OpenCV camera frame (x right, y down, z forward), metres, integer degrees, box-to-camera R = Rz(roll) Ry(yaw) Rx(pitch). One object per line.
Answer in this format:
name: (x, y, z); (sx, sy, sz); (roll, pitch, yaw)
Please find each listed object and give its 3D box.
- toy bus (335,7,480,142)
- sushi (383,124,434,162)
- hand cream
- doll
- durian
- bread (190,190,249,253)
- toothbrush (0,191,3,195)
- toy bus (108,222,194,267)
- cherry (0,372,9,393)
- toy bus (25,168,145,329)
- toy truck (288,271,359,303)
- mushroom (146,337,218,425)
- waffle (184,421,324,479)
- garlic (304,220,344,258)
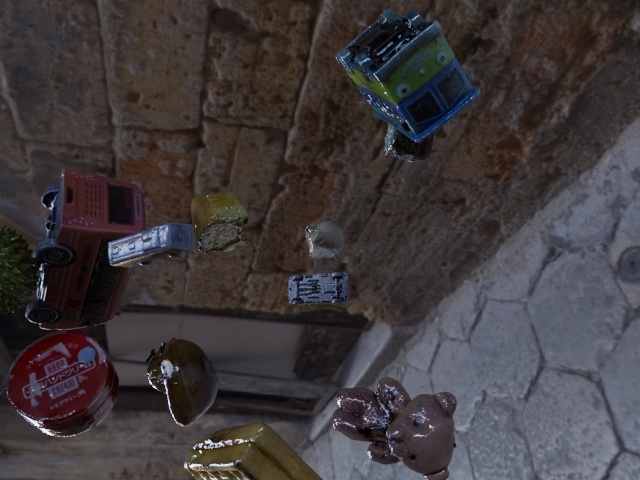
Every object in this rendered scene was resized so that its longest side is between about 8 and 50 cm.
toy bus: (0.159, -0.335, 1.023); (0.152, 0.190, 0.312); (-38, 26, 7)
sushi: (0.253, -0.335, 1.448); (0.136, 0.126, 0.225); (-132, 49, -86)
hand cream: (-0.608, 0.343, 1.232); (0.149, 0.230, 0.230); (104, 167, -55)
doll: (0.146, 0.413, 1.142); (0.156, 0.303, 0.202); (13, -98, -60)
durian: (-0.717, 0.068, 1.120); (0.237, 0.176, 0.200); (139, 131, -63)
bread: (-0.251, -0.023, 1.322); (0.169, 0.140, 0.160); (-131, 35, -55)
toothbrush: (-0.776, -0.092, 1.177); (0.097, 0.008, 0.006); (-34, -29, -45)
toy bus: (-0.350, 0.009, 1.055); (0.190, 0.075, 0.064); (-15, 75, 29)
cherry: (-1.098, 0.488, 1.418); (0.326, 0.334, 0.292); (82, -177, -57)
toy bus: (-0.583, 0.041, 1.280); (0.427, 0.232, 0.203); (-55, 40, 39)
toy truck: (0.008, 0.174, 1.837); (0.252, 0.114, 0.108); (-6, 81, 32)
mushroom: (-0.445, 0.442, 1.670); (0.283, 0.195, 0.263); (44, 156, 26)
waffle: (-0.142, 0.489, 1.062); (0.098, 0.224, 0.327); (-49, 9, -38)
garlic: (0.013, -0.001, 1.385); (0.196, 0.101, 0.087); (90, 166, -74)
